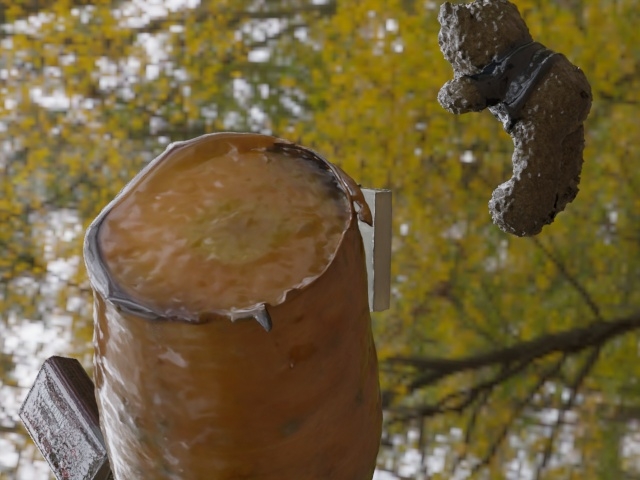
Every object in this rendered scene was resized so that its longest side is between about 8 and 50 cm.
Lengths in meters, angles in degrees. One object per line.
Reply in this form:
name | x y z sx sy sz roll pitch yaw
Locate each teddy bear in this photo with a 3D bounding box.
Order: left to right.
teddy bear | 0.208 -0.139 1.492 0.182 0.129 0.251 -17 -99 -62

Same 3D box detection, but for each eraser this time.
eraser | 0.000 0.000 1.936 0.038 0.230 0.157 -7 -79 -43

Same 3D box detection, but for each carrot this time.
carrot | -0.065 0.101 1.115 0.340 0.224 0.224 84 -155 -46

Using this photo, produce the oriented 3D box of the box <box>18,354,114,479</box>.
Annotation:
box | -0.333 0.269 2.042 0.069 0.224 0.120 13 -65 -41
